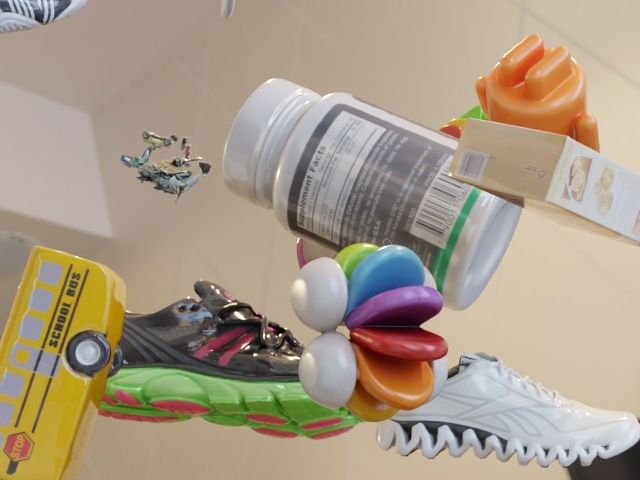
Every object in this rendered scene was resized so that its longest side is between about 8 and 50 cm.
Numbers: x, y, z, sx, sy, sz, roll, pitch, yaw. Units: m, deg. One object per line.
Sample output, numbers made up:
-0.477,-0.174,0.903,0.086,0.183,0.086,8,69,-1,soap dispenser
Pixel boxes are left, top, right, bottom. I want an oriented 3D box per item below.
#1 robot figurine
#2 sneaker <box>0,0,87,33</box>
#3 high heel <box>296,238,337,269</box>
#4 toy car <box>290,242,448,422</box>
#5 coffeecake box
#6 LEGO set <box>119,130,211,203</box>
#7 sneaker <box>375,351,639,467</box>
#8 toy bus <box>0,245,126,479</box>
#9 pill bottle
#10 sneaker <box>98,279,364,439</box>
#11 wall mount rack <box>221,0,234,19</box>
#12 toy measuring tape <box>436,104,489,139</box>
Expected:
0.280,-0.160,1.375,0.158,0.128,0.219,-1,-40,14,robot figurine
-0.387,-0.313,1.076,0.365,0.137,0.210,-25,-57,-41,sneaker
0.000,0.000,1.940,0.082,0.117,0.244,9,-70,-2,high heel
0.066,0.085,1.055,0.159,0.182,0.136,2,-16,-31,toy car
0.248,-0.057,1.091,0.185,0.068,0.142,19,1,-37,coffeecake box
-0.096,-0.044,0.669,0.054,0.083,0.024,15,-69,2,LEGO set
0.206,0.186,1.180,0.292,0.118,0.110,2,-3,12,sneaker
-0.321,0.185,1.244,0.130,0.333,0.108,16,-10,2,toy bus
0.066,-0.070,1.386,0.204,0.361,0.204,-50,-25,-34,pill bottle
-0.114,0.153,1.464,0.482,0.202,0.185,6,-26,3,sneaker
-0.036,-0.435,1.244,0.130,0.304,0.350,8,-67,-9,wall mount rack
0.202,-0.118,1.874,0.330,0.121,0.121,-35,-32,27,toy measuring tape
